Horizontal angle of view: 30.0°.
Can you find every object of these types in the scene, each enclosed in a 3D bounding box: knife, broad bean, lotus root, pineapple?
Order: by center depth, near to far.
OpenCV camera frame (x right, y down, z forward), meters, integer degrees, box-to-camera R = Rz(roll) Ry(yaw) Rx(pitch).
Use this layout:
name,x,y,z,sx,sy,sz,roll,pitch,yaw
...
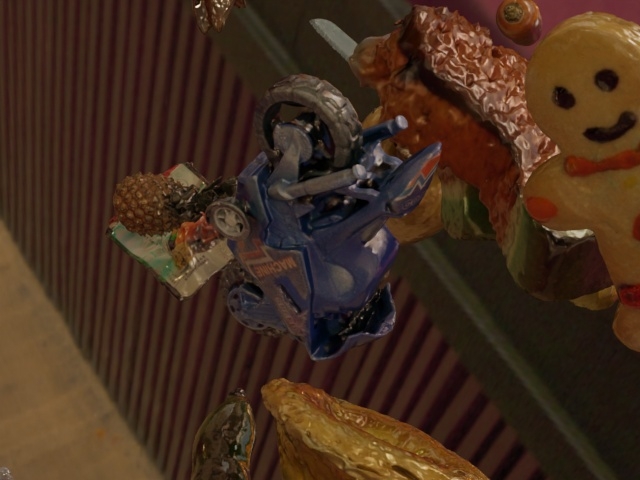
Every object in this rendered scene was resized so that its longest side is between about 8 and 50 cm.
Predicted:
name,x,y,z,sx,sy,sz,roll,pitch,yaw
pineapple,-0.111,-0.034,0.966,0.124,0.058,0.058,-7,43,39
lotus root,0.100,-0.077,1.351,0.140,0.257,0.154,-38,84,-22
broad bean,-0.116,0.281,1.407,0.077,0.061,0.339,5,38,-3
knife,0.103,-0.312,2.218,0.313,0.019,0.044,41,78,2

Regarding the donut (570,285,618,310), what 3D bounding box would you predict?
name,x,y,z,sx,sy,sz,roll,pitch,yaw
donut,0.316,-0.057,1.439,0.128,0.208,0.261,6,51,38

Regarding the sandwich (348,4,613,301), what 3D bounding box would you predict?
name,x,y,z,sx,sy,sz,roll,pitch,yaw
sandwich,0.146,-0.069,0.987,0.301,0.162,0.250,42,42,13

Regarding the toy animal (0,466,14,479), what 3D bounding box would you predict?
name,x,y,z,sx,sy,sz,roll,pitch,yaw
toy animal,-0.391,0.352,1.347,0.367,0.205,0.081,18,17,13

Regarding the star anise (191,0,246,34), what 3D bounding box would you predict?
name,x,y,z,sx,sy,sz,roll,pitch,yaw
star anise,-0.080,-0.309,1.019,0.088,0.288,0.288,-3,56,4

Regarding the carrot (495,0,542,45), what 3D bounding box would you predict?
name,x,y,z,sx,sy,sz,roll,pitch,yaw
carrot,0.312,-0.341,1.860,0.067,0.225,0.067,1,95,13

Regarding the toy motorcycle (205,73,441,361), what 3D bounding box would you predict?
name,x,y,z,sx,sy,sz,roll,pitch,yaw
toy motorcycle,0.000,0.000,0.673,0.114,0.205,0.076,29,47,12

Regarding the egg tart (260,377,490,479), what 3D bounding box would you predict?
name,x,y,z,sx,sy,sz,roll,pitch,yaw
egg tart,0.056,0.261,1.296,0.319,0.319,0.128,26,88,7

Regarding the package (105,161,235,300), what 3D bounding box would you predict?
name,x,y,z,sx,sy,sz,roll,pitch,yaw
package,-0.197,-0.019,1.687,0.166,0.040,0.232,-41,49,-11

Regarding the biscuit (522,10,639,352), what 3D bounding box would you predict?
name,x,y,z,sx,sy,sz,roll,pitch,yaw
biscuit,0.193,-0.026,0.706,0.234,0.153,0.030,60,40,-20
